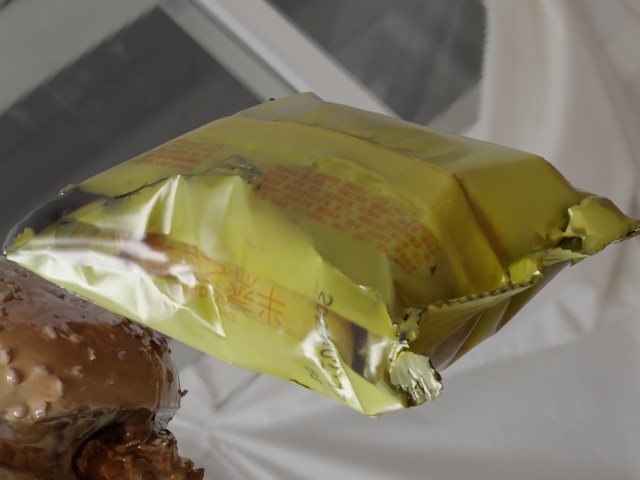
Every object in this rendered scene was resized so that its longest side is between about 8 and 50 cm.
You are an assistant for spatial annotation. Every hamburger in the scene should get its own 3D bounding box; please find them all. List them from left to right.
[{"bbox_3d":[-0.243,0.166,1.447,0.445,0.287,0.268,171,120,-74],"label":"hamburger"}]

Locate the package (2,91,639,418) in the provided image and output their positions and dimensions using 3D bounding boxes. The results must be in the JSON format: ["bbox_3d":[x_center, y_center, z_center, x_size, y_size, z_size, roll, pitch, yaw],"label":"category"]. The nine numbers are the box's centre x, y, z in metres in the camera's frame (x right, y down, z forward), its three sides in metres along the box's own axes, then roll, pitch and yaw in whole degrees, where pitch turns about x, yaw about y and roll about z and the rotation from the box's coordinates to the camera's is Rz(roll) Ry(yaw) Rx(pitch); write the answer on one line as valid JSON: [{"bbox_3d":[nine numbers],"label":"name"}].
[{"bbox_3d":[0.000,0.000,0.646,0.168,0.226,0.090,-30,-55,-39],"label":"package"}]
